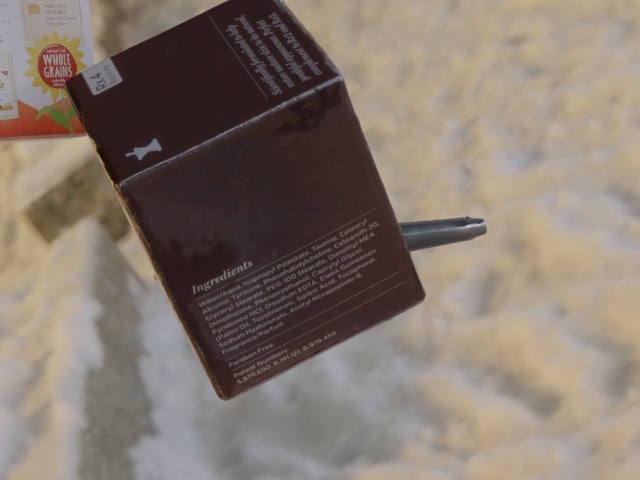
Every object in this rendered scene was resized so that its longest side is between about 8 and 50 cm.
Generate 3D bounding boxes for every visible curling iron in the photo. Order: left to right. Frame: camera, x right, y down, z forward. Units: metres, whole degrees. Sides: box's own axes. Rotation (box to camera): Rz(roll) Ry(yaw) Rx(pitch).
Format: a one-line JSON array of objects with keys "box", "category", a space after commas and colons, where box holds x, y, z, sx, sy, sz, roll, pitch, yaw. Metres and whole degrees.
[{"box": [0.000, 0.000, 1.447, 0.274, 0.035, 0.068, -8, 25, -7], "category": "curling iron"}]

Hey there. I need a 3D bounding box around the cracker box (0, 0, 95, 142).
[{"box": [-0.252, -0.186, 1.308, 0.155, 0.232, 0.067, -5, 1, -34], "category": "cracker box"}]

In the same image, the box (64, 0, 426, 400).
[{"box": [-0.052, -0.034, 1.265, 0.167, 0.203, 0.168, -26, 36, -5], "category": "box"}]
